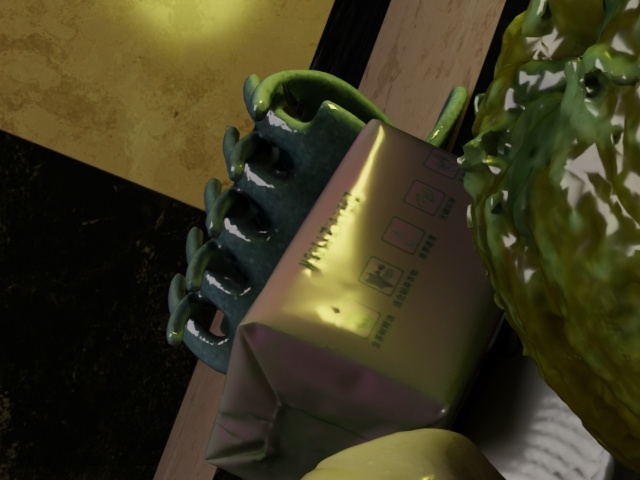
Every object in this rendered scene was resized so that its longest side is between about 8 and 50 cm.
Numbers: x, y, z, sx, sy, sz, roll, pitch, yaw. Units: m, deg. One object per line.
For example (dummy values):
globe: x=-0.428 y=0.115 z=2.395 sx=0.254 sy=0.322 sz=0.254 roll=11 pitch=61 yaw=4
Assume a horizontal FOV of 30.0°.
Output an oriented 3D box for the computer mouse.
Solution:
computer mouse: x=0.115 y=0.143 z=0.705 sx=0.331 sy=0.095 sz=0.197 roll=-71 pitch=15 yaw=-13

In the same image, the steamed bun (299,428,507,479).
steamed bun: x=0.033 y=0.261 z=0.476 sx=0.289 sy=0.276 sz=0.203 roll=-44 pitch=24 yaw=0

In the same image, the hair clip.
hair clip: x=0.000 y=0.000 z=1.164 sx=0.392 sy=0.238 sz=0.318 roll=-92 pitch=24 yaw=-64

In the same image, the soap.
soap: x=0.035 y=0.058 z=0.771 sx=0.199 sy=0.138 sz=0.182 roll=-57 pitch=-11 yaw=-39

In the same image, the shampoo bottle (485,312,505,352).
shampoo bottle: x=0.121 y=0.068 z=0.941 sx=0.191 sy=0.041 sz=0.069 roll=125 pitch=158 yaw=-51

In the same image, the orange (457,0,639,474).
orange: x=0.173 y=-0.049 z=0.425 sx=0.300 sy=0.223 sz=0.301 roll=-98 pitch=27 yaw=-62
